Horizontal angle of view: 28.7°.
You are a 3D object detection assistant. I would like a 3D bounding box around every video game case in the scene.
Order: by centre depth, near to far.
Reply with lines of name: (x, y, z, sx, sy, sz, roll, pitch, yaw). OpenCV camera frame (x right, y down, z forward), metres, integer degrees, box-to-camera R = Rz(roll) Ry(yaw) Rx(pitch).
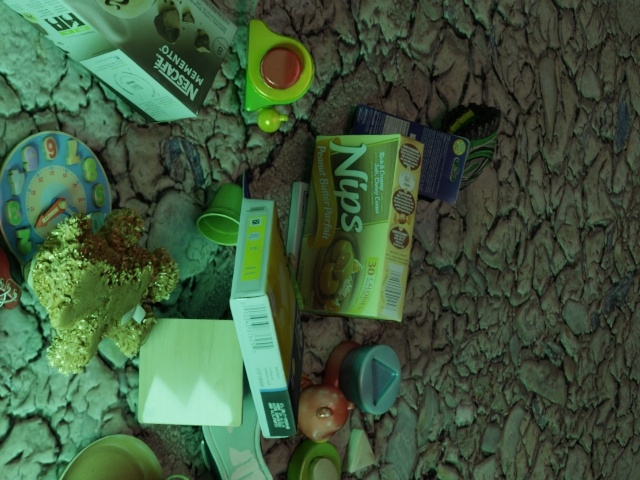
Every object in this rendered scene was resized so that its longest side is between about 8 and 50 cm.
video game case: (0.000, 0.000, 2.261, 0.173, 0.022, 0.190, 11, 83, -52)

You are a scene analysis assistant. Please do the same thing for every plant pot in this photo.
plant pot: (-0.323, 0.405, 1.862, 0.236, 0.032, 0.236, -5, 96, -53)
plant pot: (-0.150, -0.048, 2.024, 0.083, 0.083, 0.079, 51, 42, -41)

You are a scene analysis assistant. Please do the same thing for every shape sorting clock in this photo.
shape sorting clock: (-0.371, -0.051, 1.759, 0.206, 0.040, 0.206, -6, 97, -52)

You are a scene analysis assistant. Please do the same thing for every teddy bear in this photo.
teddy bear: (-0.312, 0.064, 1.763, 0.338, 0.113, 0.245, -11, 124, -66)

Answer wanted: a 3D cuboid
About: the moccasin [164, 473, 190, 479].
moccasin: (-0.224, 0.429, 1.870, 0.380, 0.139, 0.147, 24, 82, -41)

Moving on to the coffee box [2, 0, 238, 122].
coffee box: (-0.276, -0.319, 1.775, 0.297, 0.118, 0.168, 41, 61, -38)

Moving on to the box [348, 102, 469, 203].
box: (0.158, -0.157, 2.335, 0.225, 0.036, 0.136, 17, 75, -9)

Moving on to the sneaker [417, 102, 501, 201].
sneaker: (0.257, -0.146, 2.495, 0.343, 0.134, 0.146, -34, 130, -40)

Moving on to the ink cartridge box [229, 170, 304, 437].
ink cartridge box: (-0.077, 0.097, 1.973, 0.307, 0.072, 0.304, -84, 166, -49)

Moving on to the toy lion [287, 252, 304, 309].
toy lion: (-0.049, 0.072, 2.130, 0.100, 0.034, 0.096, 102, -29, -84)

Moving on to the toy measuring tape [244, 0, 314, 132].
toy measuring tape: (-0.064, -0.343, 2.069, 0.121, 0.121, 0.330, 1, 92, -52)

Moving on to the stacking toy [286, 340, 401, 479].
stacking toy: (0.054, 0.338, 2.267, 0.309, 0.130, 0.280, -26, 112, -48)

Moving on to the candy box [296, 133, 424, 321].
candy box: (0.066, -0.024, 2.175, 0.087, 0.183, 0.317, 18, 78, -52)

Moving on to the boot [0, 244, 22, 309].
boot: (-0.430, 0.063, 1.573, 0.176, 0.088, 0.244, 57, 10, -40)

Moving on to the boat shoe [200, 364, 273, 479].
boat shoe: (-0.147, 0.327, 2.041, 0.114, 0.091, 0.303, -12, 98, -27)

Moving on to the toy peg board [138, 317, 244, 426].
toy peg board: (-0.193, 0.202, 1.942, 0.079, 0.160, 0.161, 29, 62, -82)
